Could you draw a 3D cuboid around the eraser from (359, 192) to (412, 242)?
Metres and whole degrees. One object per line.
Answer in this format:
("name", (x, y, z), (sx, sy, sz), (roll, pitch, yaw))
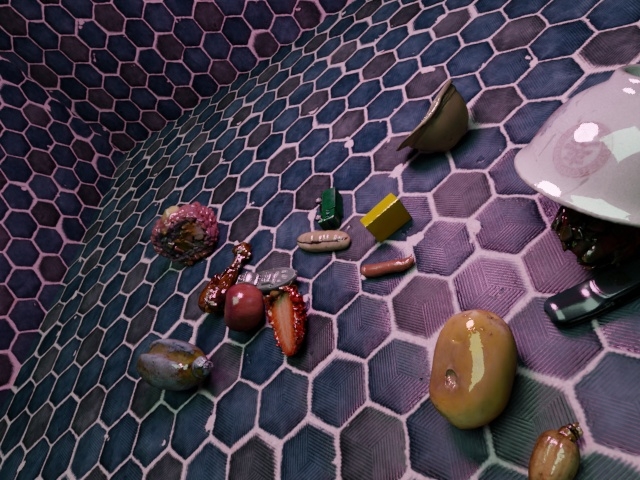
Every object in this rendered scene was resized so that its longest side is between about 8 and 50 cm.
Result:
("eraser", (0.189, -0.062, 1.242), (0.122, 0.097, 0.045), (-41, 42, 5))

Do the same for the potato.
("potato", (0.302, 0.250, 0.844), (0.150, 0.146, 0.233), (113, 173, -76))

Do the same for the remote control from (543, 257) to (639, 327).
("remote control", (0.549, 0.099, 0.836), (0.222, 0.042, 0.072), (-30, 39, 16))

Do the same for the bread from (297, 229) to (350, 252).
("bread", (0.001, 0.000, 1.385), (0.215, 0.053, 0.073), (-1, 59, 39))

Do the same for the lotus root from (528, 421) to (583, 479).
("lotus root", (0.393, 0.369, 0.720), (0.151, 0.063, 0.072), (-58, 14, -6))

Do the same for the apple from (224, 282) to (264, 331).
("apple", (-0.237, 0.206, 1.340), (0.153, 0.120, 0.153), (-178, 90, -75))

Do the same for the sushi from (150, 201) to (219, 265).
("sushi", (-0.551, -0.044, 1.760), (0.270, 0.236, 0.170), (-29, 33, 23))

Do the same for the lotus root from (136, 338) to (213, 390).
("lotus root", (-0.443, 0.399, 1.357), (0.323, 0.139, 0.158), (0, 32, 34))

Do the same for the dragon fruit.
("dragon fruit", (0.556, -0.035, 0.849), (0.189, 0.182, 0.182), (-9, 43, -5))

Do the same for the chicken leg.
("chicken leg", (-0.325, 0.132, 1.533), (0.113, 0.093, 0.304), (12, 55, 26))

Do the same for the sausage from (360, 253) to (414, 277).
("sausage", (0.183, 0.072, 1.178), (0.158, 0.036, 0.041), (-17, 81, 30))

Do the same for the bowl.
("bowl", (0.598, -0.197, 0.769), (0.436, 0.195, 0.434), (0, 33, 0))

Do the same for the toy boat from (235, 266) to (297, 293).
("toy boat", (-0.180, 0.129, 1.400), (0.261, 0.085, 0.078), (-13, 48, 33))

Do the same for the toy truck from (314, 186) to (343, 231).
("toy truck", (0.029, -0.100, 1.438), (0.079, 0.065, 0.147), (-19, 44, 23))

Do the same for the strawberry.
("strawberry", (-0.091, 0.234, 1.253), (0.167, 0.087, 0.207), (-30, 64, 47))

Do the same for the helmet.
("helmet", (0.363, -0.341, 1.312), (0.257, 0.137, 0.204), (-53, 0, 15))
